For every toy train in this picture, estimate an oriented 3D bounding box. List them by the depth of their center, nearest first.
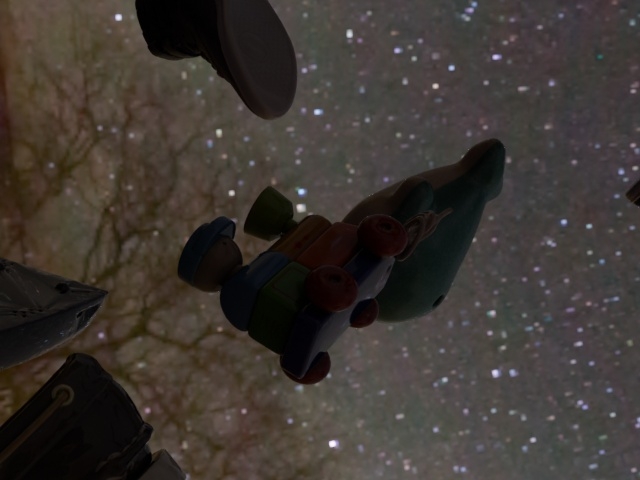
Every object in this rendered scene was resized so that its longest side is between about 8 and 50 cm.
[{"bbox_3d":[0.000,0.000,0.915,0.143,0.248,0.105,31,-49,14],"label":"toy train"}]

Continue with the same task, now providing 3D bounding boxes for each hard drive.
[{"bbox_3d":[-0.340,0.072,1.026,0.172,0.254,0.054,15,-76,19],"label":"hard drive"}]

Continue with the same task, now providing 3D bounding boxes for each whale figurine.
[{"bbox_3d":[0.137,-0.005,1.310,0.141,0.272,0.216,49,-12,23],"label":"whale figurine"}]

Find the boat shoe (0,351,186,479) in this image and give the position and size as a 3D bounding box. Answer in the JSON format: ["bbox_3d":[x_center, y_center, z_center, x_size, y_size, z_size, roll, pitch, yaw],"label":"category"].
[{"bbox_3d":[-0.162,0.130,0.396,0.069,0.227,0.081,56,-13,-2],"label":"boat shoe"}]

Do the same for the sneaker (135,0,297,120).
[{"bbox_3d":[-0.131,-0.238,1.300,0.147,0.104,0.296,-41,-118,35],"label":"sneaker"}]

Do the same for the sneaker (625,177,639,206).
[{"bbox_3d":[0.511,-0.082,1.376,0.121,0.217,0.079,54,-1,6],"label":"sneaker"}]
